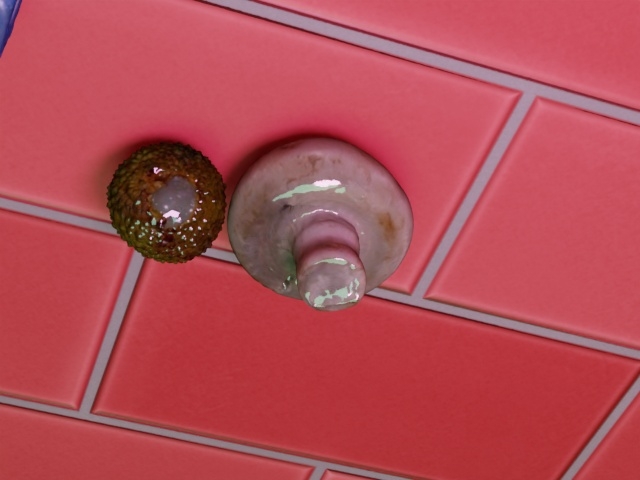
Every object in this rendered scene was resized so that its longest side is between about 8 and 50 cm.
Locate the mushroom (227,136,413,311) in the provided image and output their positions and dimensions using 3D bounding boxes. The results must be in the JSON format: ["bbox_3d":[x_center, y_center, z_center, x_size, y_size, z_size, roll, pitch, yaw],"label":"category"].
[{"bbox_3d":[0.000,0.000,1.686,0.244,0.243,0.243,-1,132,-1],"label":"mushroom"}]

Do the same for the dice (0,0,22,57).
[{"bbox_3d":[-0.405,-0.280,1.472,0.146,0.146,0.143,19,127,-17],"label":"dice"}]

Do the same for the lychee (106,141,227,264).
[{"bbox_3d":[-0.196,-0.044,1.695,0.171,0.171,0.171,-1,132,-1],"label":"lychee"}]
